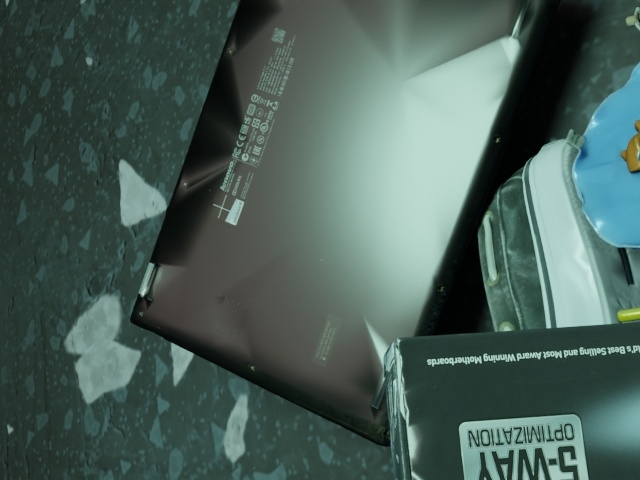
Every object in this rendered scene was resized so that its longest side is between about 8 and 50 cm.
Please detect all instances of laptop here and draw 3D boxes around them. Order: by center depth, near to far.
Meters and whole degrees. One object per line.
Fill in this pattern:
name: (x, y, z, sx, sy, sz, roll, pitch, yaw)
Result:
laptop: (-0.009, -0.081, 0.915, 0.408, 0.236, 0.382, 22, 96, 24)

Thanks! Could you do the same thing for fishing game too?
fishing game: (0.244, -0.072, 0.620, 0.189, 0.041, 0.264, -9, 52, 36)

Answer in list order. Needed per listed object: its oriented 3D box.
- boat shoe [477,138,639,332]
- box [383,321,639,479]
boat shoe: (0.186, 0.095, 0.687, 0.119, 0.121, 0.335, -38, 47, 49)
box: (0.196, 0.167, 0.533, 0.076, 0.307, 0.242, 101, 166, -74)
